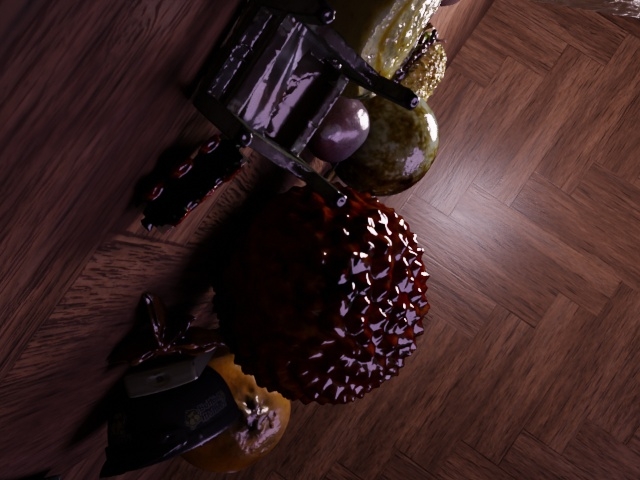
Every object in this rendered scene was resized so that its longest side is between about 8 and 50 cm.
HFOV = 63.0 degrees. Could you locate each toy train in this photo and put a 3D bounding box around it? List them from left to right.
[{"bbox_3d":[-0.140,-0.062,0.574,0.138,0.050,0.087,-44,-170,-10],"label":"toy train"}]

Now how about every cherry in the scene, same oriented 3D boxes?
[{"bbox_3d":[0.010,-0.179,0.960,0.188,0.115,0.148,-52,-164,25],"label":"cherry"}]

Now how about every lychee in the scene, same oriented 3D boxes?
[{"bbox_3d":[0.012,0.094,1.028,0.424,0.424,0.500,-57,171,22],"label":"lychee"}]

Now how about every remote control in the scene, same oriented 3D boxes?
[{"bbox_3d":[-0.250,0.209,0.950,0.123,0.038,0.285,-14,-177,-1],"label":"remote control"}]

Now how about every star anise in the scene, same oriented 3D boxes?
[{"bbox_3d":[-0.248,0.134,0.846,0.140,0.158,0.144,-47,-149,18],"label":"star anise"}]

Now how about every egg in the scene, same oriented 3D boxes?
[{"bbox_3d":[0.128,-0.210,1.148,0.238,0.238,0.289,-53,-175,-20],"label":"egg"}]

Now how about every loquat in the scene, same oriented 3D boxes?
[{"bbox_3d":[-0.240,0.423,1.337,0.328,0.328,0.328,-55,175,-7],"label":"loquat"}]

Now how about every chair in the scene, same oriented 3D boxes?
[{"bbox_3d":[-0.046,-0.166,0.549,0.136,0.147,0.270,-54,-141,9],"label":"chair"}]

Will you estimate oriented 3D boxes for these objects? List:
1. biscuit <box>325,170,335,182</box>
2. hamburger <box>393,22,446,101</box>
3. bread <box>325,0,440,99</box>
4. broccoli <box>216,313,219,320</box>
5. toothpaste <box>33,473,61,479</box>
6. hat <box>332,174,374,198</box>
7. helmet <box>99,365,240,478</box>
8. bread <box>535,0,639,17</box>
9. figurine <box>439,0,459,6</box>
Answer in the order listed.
[{"bbox_3d":[0.017,-0.175,1.571,0.083,0.018,0.081,-59,174,28],"label":"biscuit"},{"bbox_3d":[0.224,-0.408,1.302,0.243,0.139,0.262,-55,176,3],"label":"hamburger"},{"bbox_3d":[0.072,-0.305,0.682,0.257,0.124,0.186,-56,169,24],"label":"bread"},{"bbox_3d":[-0.182,0.145,1.286,0.220,0.194,0.194,-31,-172,31],"label":"broccoli"},{"bbox_3d":[-0.429,0.365,0.697,0.099,0.061,0.392,-53,178,-24],"label":"toothpaste"},{"bbox_3d":[0.116,-0.198,1.625,0.203,0.126,0.203,-46,-163,19],"label":"hat"},{"bbox_3d":[-0.294,0.315,0.987,0.230,0.160,0.279,-20,173,34],"label":"helmet"},{"bbox_3d":[0.390,-0.473,0.603,0.279,0.390,0.371,-44,149,-65],"label":"bread"},{"bbox_3d":[0.173,-0.424,0.790,0.125,0.125,0.138,77,26,-83],"label":"figurine"}]
